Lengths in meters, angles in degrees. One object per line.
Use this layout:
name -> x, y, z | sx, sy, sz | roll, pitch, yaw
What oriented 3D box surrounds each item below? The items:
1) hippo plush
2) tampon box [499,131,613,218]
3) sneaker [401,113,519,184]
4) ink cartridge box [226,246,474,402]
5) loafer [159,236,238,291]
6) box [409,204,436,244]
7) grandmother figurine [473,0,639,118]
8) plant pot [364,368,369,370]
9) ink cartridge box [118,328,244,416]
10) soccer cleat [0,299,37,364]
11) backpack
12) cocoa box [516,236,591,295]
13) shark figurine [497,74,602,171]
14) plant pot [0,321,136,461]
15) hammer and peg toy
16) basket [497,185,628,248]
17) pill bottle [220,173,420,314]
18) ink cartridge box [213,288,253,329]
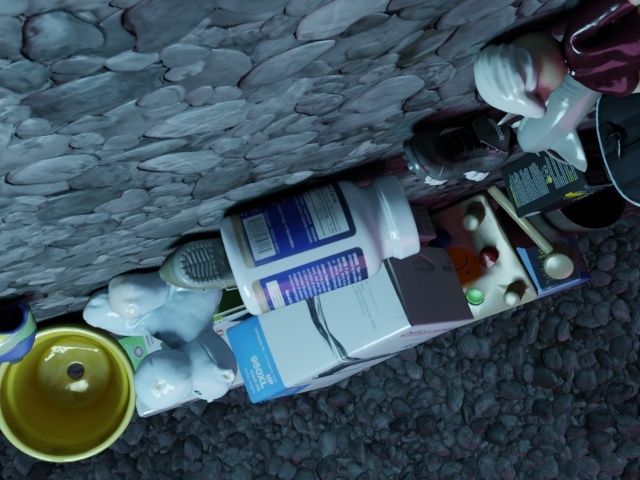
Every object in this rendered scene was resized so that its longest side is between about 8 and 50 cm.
hippo plush -> -0.245, 0.174, 1.467 | 0.294, 0.236, 0.234 | -13, 168, -28
tampon box -> 0.435, -0.118, 1.522 | 0.121, 0.101, 0.161 | -9, 167, -40
sneaker -> 0.197, -0.130, 1.130 | 0.106, 0.078, 0.234 | -33, 165, 34
ink cartridge box -> 0.061, 0.165, 1.667 | 0.395, 0.166, 0.286 | -30, 163, 29
loafer -> -0.156, 0.033, 1.349 | 0.088, 0.094, 0.251 | -12, 172, 39
box -> 0.133, -0.013, 1.623 | 0.137, 0.072, 0.126 | -25, 168, 28
grandmother figurine -> 0.327, -0.215, 0.862 | 0.343, 0.104, 0.207 | -18, 143, 13
plant pot -> -0.023, 0.185, 2.020 | 0.274, 0.256, 0.256 | 2, 166, -9
ink cartridge box -> -0.341, 0.303, 2.092 | 0.273, 0.198, 0.115 | -17, 168, -10
soccer cleat -> -0.564, 0.141, 1.226 | 0.289, 0.093, 0.121 | -7, 135, -31
backpack -> 0.496, -0.157, 1.095 | 0.191, 0.225, 0.254 | -6, 168, -34
cocoa box -> 0.497, 0.058, 2.207 | 0.347, 0.227, 0.231 | -23, 169, 22
shark figurine -> 0.313, -0.135, 1.100 | 0.166, 0.116, 0.278 | -35, 168, -9
plant pot -> -0.486, 0.274, 1.630 | 0.254, 0.253, 0.239 | -17, -174, -11
hammer and peg toy -> 0.335, 0.027, 1.755 | 0.361, 0.265, 0.127 | -26, -171, 31
basket -> 0.494, -0.070, 1.772 | 0.205, 0.154, 0.227 | -13, 172, -28
pill bottle -> 0.000, 0.000, 1.224 | 0.265, 0.153, 0.153 | -18, 170, -3
ink cartridge box -> -0.143, 0.109, 1.719 | 0.189, 0.097, 0.255 | -20, 166, 10
